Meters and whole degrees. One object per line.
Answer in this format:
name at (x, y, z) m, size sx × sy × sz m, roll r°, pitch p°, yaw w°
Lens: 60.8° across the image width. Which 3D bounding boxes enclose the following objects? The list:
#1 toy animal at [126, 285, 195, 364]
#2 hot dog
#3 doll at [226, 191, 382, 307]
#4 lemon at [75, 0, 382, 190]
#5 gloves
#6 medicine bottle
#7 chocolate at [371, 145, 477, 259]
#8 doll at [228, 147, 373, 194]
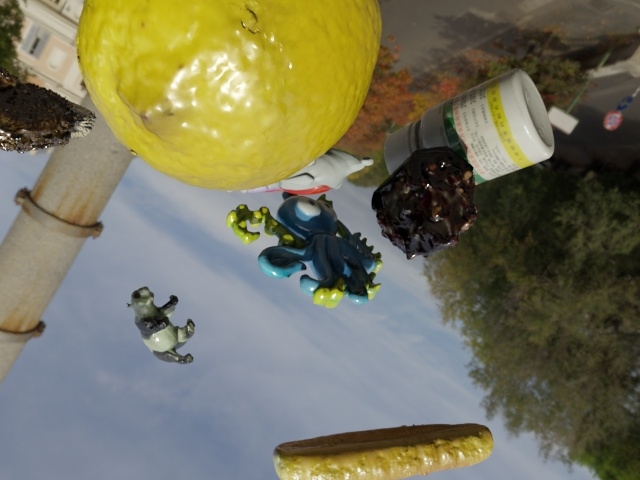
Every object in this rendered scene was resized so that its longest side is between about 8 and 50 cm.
toy animal at (-0.394, 0.207, 1.343) m, size 0.093 × 0.121 × 0.225 m, roll -72°, pitch -29°, yaw -47°
hot dog at (0.084, 0.270, 0.686) m, size 0.286 × 0.061 × 0.088 m, roll -3°, pitch 168°, yaw -10°
doll at (0.000, 0.000, 1.105) m, size 0.346 × 0.098 × 0.341 m, roll 2°, pitch -143°, yaw -43°
lemon at (-0.093, -0.216, 0.606) m, size 0.336 × 0.336 × 0.336 m, roll 32°, pitch -170°, yaw -6°
gloves at (-0.648, -0.283, 1.203) m, size 0.210 × 0.135 × 0.312 m, roll 41°, pitch -164°, yaw -13°
medicine bottle at (0.333, -0.229, 1.258) m, size 0.208 × 0.340 × 0.208 m, roll 27°, pitch -127°, yaw -44°
chocolate at (0.230, -0.033, 1.073) m, size 0.206 × 0.224 × 0.177 m, roll 28°, pitch -149°, yaw -33°
doll at (-0.032, -0.105, 0.837) m, size 0.228 × 0.075 × 0.102 m, roll -8°, pitch -153°, yaw 7°
